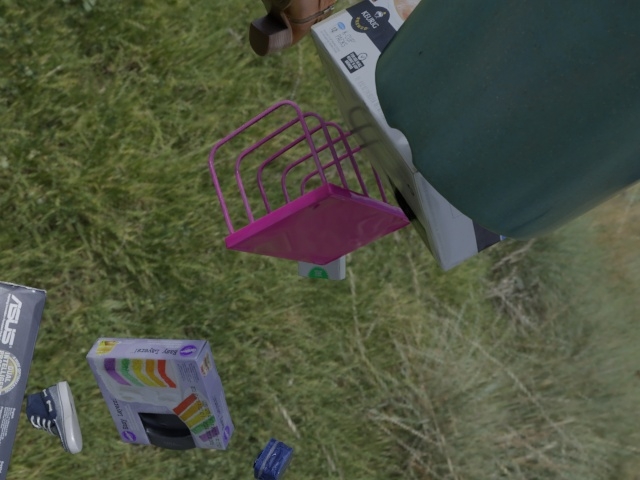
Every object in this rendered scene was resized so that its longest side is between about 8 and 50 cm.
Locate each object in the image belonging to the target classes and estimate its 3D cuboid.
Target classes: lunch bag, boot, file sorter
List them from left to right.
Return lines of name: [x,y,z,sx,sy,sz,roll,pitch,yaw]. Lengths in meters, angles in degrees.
boot: [-0.522,0.357,1.465,0.190,0.086,0.069,-131,-154,-55]
lunch bag: [-0.109,0.491,1.655,0.098,0.065,0.067,-54,161,-41]
boot: [-0.031,-0.524,1.565,0.109,0.283,0.220,40,54,18]
file sorter: [-0.015,-0.090,1.260,0.290,0.202,0.182,13,55,-58]

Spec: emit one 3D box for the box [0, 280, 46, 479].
box: [-0.531,0.279,1.144,0.097,0.318,0.395,15,69,-25]

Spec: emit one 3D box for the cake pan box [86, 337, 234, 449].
cake pan box: [-0.322,0.317,1.539,0.070,0.246,0.267,-66,153,-52]

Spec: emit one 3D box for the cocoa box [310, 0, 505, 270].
cocoa box: [0.176,-0.183,1.068,0.347,0.228,0.231,62,-1,39]

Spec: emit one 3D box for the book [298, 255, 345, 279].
book: [0.000,0.000,1.443,0.035,0.096,0.144,-17,107,-58]

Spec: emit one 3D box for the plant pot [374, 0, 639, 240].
plant pot: [0.245,-0.189,0.669,0.341,0.334,0.341,26,42,-26]
